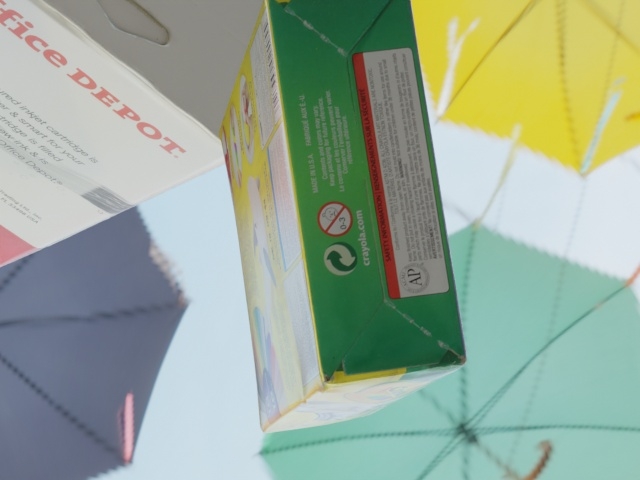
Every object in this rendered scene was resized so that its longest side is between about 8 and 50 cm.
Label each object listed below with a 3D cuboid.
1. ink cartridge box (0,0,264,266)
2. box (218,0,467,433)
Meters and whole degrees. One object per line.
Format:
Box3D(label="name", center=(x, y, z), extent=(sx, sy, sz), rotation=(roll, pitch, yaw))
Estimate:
Box3D(label="ink cartridge box", center=(-0.171, -0.107, 1.064), extent=(0.197, 0.273, 0.114), rotation=(38, -123, -24))
Box3D(label="box", center=(0.000, 0.000, 0.565), extent=(0.043, 0.179, 0.105), rotation=(-7, -98, -11))
